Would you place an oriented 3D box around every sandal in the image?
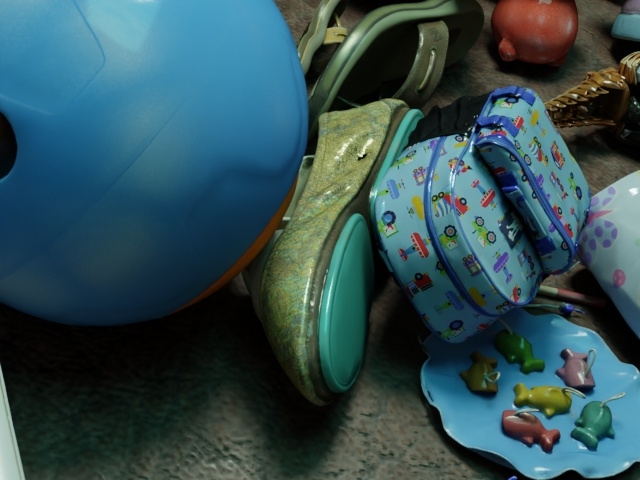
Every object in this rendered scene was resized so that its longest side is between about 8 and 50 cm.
[{"bbox_3d":[0.001,-0.195,1.138,0.049,0.072,0.180,30,40,-6],"label":"sandal"},{"bbox_3d":[0.087,-0.169,1.100,0.086,0.120,0.302,46,46,14],"label":"sandal"}]

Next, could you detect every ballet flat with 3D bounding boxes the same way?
[{"bbox_3d":[0.000,0.000,0.881,0.123,0.123,0.349,18,40,4],"label":"ballet flat"}]

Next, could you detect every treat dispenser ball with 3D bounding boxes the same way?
[{"bbox_3d":[-0.151,-0.084,0.778,0.288,0.288,0.288,9,39,-7],"label":"treat dispenser ball"}]

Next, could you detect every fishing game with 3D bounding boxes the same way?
[{"bbox_3d":[0.165,0.104,0.851,0.189,0.041,0.264,12,37,-2],"label":"fishing game"}]

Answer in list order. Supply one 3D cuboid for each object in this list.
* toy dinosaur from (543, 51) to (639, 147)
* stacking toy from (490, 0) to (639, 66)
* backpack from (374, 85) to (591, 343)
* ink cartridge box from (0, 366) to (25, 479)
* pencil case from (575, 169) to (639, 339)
[{"bbox_3d":[0.358,-0.125,1.141,0.321,0.164,0.218,-26,36,-16],"label":"toy dinosaur"},{"bbox_3d":[0.312,-0.273,1.337,0.308,0.131,0.279,4,14,-17],"label":"stacking toy"},{"bbox_3d":[0.120,-0.015,0.852,0.158,0.116,0.173,59,37,-17],"label":"backpack"},{"bbox_3d":[-0.249,0.235,0.466,0.279,0.160,0.385,-4,43,-23],"label":"ink cartridge box"},{"bbox_3d":[0.315,0.061,0.894,0.124,0.113,0.273,8,36,-39],"label":"pencil case"}]
